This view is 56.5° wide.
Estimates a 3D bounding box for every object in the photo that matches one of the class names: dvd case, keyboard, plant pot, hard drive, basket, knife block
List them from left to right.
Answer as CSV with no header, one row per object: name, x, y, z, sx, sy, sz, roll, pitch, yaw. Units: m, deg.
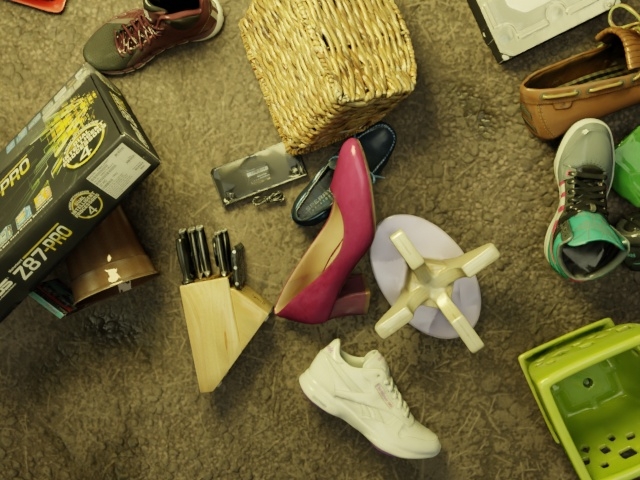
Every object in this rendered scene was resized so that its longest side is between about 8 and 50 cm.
dvd case,-0.507,0.110,1.153,0.087,0.119,0.013,38,95,-2
plant pot,-0.412,0.019,1.130,0.167,0.167,0.165,-23,85,4
knife block,-0.227,0.118,1.160,0.242,0.088,0.275,35,96,0
keyboard,-0.116,-0.119,1.168,0.180,0.023,0.108,-20,88,5
basket,0.016,-0.341,1.082,0.214,0.223,0.299,-19,82,-30
hard drive,0.367,-0.528,1.092,0.237,0.064,0.338,-25,95,4
plant pot,0.509,0.278,1.087,0.227,0.207,0.228,-25,93,4

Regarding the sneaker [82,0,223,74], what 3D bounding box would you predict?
sneaker,-0.324,-0.395,1.078,0.281,0.162,0.106,-22,94,4

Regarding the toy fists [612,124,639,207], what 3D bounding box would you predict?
toy fists,0.659,-0.182,1.098,0.279,0.096,0.142,-44,80,6

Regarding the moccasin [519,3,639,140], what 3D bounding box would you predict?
moccasin,0.535,-0.323,1.059,0.380,0.139,0.147,-21,134,10

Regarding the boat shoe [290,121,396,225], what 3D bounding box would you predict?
boat shoe,0.051,-0.116,1.127,0.109,0.089,0.258,39,95,-2

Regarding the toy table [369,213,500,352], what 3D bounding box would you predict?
toy table,0.201,0.079,1.105,0.274,0.161,0.252,42,95,-3

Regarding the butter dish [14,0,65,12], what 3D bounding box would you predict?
butter dish,-0.551,-0.528,1.097,0.160,0.118,0.160,17,95,0

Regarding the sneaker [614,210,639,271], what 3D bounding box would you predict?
sneaker,0.685,-0.029,1.123,0.267,0.101,0.106,-21,116,3

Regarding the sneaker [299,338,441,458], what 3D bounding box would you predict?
sneaker,0.114,0.308,1.150,0.305,0.114,0.152,33,97,-1

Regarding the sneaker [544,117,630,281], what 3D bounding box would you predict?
sneaker,0.464,-0.052,1.037,0.124,0.178,0.295,1,113,5

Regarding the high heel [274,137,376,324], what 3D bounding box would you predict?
high heel,0.000,0.000,1.067,0.181,0.127,0.377,-4,119,-6

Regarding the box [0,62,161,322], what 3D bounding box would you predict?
box,-0.484,-0.096,1.054,0.395,0.318,0.097,-43,134,5
